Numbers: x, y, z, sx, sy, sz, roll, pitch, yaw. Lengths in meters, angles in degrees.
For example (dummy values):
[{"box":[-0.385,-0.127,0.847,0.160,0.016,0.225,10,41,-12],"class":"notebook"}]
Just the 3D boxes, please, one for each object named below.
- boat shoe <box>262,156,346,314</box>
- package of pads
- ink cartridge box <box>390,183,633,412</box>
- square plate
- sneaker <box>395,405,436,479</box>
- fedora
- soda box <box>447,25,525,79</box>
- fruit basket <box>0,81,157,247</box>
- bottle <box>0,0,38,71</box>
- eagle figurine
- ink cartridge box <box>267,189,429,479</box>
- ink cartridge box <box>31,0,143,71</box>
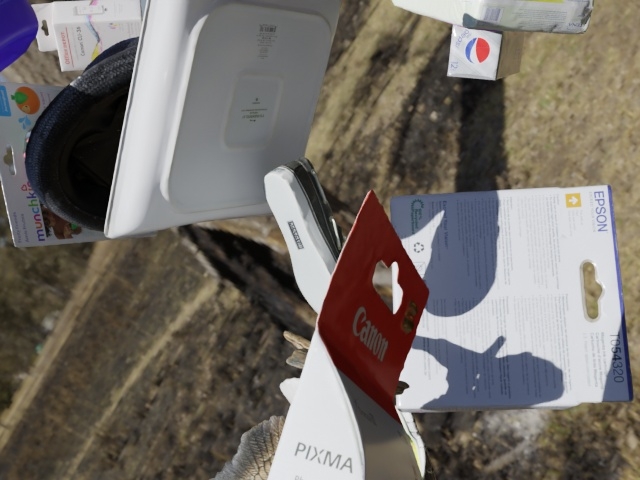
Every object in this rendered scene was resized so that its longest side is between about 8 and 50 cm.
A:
[{"box":[0.000,0.000,1.145,0.070,0.219,0.077,-31,18,-35],"class":"boat shoe"},{"box":[0.288,-0.415,1.487,0.296,0.229,0.101,-134,46,-59],"class":"package of pads"},{"box":[0.272,0.086,1.307,0.071,0.329,0.324,63,-154,-72],"class":"ink cartridge box"},{"box":[-0.103,-0.172,1.126,0.347,0.049,0.344,-12,-57,-53],"class":"square plate"},{"box":[0.134,0.363,1.507,0.094,0.082,0.208,-18,24,-3],"class":"sneaker"},{"box":[-0.248,-0.168,1.220,0.334,0.334,0.153,-51,45,27],"class":"fedora"},{"box":[0.316,-0.359,1.655,0.286,0.091,0.098,-31,-52,-66],"class":"soda box"},{"box":[-0.479,-0.158,1.764,0.165,0.327,0.353,-16,-7,33],"class":"fruit basket"},{"box":[-0.368,-0.253,0.729,0.092,0.283,0.118,-30,16,47],"class":"bottle"},{"box":[-0.002,0.294,1.113,0.298,0.225,0.226,-67,20,-3],"class":"eagle figurine"},{"box":[0.056,0.190,0.820,0.308,0.091,0.385,52,-125,-63],"class":"ink cartridge box"},{"box":[-0.424,-0.375,1.622,0.115,0.198,0.067,96,166,-51],"class":"ink cartridge box"}]
